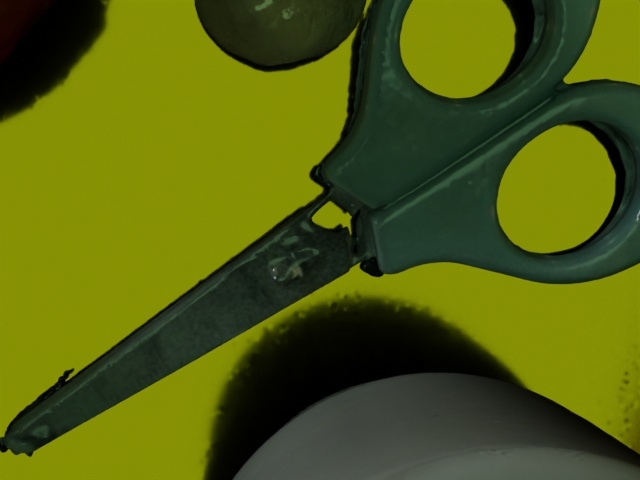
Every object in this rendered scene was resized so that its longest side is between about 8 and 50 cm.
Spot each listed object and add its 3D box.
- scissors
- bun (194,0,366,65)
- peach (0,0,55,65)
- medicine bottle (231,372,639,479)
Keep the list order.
[{"bbox_3d":[0.000,0.000,0.818,0.360,0.029,0.191,-33,107,4],"label":"scissors"},{"bbox_3d":[-0.017,-0.122,0.806,0.086,0.055,0.086,0,91,-3],"label":"bun"},{"bbox_3d":[-0.215,-0.181,0.708,0.281,0.238,0.281,5,79,-25],"label":"peach"},{"bbox_3d":[0.050,0.158,0.676,0.208,0.340,0.208,0,92,-2],"label":"medicine bottle"}]
